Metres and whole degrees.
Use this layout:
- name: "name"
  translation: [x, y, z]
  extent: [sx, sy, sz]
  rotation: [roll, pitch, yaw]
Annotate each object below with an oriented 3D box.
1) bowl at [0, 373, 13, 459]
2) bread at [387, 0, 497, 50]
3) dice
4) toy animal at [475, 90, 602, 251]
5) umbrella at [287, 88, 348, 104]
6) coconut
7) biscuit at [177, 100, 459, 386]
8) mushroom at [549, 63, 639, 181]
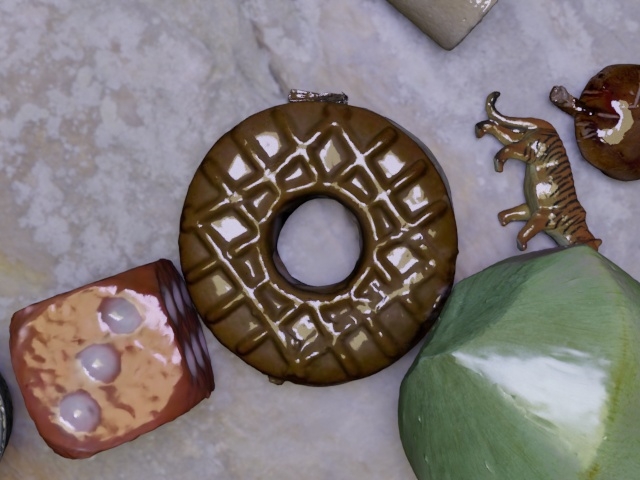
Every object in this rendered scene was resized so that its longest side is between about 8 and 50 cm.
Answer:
- name: "bowl"
  translation: [-0.443, 0.201, 0.973]
  extent: [0.211, 0.112, 0.212]
  rotation: [0, 91, 1]
- name: "bread"
  translation: [0.143, -0.309, 0.957]
  extent: [0.141, 0.134, 0.148]
  rotation: [40, 78, -1]
- name: "dice"
  translation: [-0.223, 0.126, 0.944]
  extent: [0.179, 0.175, 0.174]
  rotation: [-19, 91, -4]
- name: "toy animal"
  translation: [0.254, -0.064, 1.005]
  extent: [0.099, 0.057, 0.241]
  rotation: [-16, 90, -7]
- name: "umbrella"
  translation: [-0.008, -0.166, 1.015]
  extent: [0.083, 0.020, 0.032]
  rotation: [-8, 76, 0]
- name: "coconut"
  translation: [0.226, 0.155, 0.884]
  extent: [0.328, 0.281, 0.329]
  rotation: [-12, 133, -14]
- name: "biscuit"
  translation: [0.000, 0.000, 0.974]
  extent: [0.331, 0.103, 0.332]
  rotation: [0, 92, -1]
- name: "mushroom"
  translation: [0.344, -0.143, 0.988]
  extent: [0.170, 0.080, 0.135]
  rotation: [18, 81, -4]
